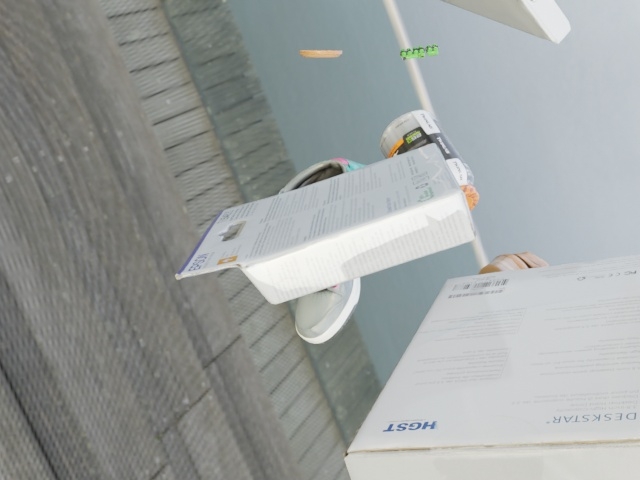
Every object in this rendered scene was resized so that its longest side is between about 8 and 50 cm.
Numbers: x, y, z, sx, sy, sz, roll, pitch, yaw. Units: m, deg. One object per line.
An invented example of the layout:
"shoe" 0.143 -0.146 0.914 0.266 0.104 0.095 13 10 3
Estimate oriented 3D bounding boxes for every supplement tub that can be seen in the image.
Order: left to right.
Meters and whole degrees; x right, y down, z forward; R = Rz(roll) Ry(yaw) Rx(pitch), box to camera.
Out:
"supplement tub" 0.195 -0.128 1.484 0.117 0.117 0.190 17 38 -55

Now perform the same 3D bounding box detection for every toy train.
"toy train" 0.206 -0.392 1.744 0.024 0.083 0.017 80 2 -47

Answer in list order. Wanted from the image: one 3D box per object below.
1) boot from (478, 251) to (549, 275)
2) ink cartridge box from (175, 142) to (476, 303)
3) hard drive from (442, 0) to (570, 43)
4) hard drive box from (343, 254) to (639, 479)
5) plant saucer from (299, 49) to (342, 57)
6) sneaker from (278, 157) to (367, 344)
"boot" 0.323 0.096 1.206 0.152 0.073 0.197 -13 67 -54
"ink cartridge box" 0.008 -0.014 0.711 0.223 0.224 0.045 -78 151 -74
"hard drive" 0.221 -0.406 1.257 0.203 0.040 0.307 38 4 -37
"hard drive box" 0.144 0.099 0.529 0.232 0.181 0.089 -44 120 -57
"plant saucer" 0.000 -0.360 1.613 0.083 0.083 0.013 -24 117 -59
"sneaker" 0.000 0.000 1.275 0.178 0.124 0.295 33 72 -50
